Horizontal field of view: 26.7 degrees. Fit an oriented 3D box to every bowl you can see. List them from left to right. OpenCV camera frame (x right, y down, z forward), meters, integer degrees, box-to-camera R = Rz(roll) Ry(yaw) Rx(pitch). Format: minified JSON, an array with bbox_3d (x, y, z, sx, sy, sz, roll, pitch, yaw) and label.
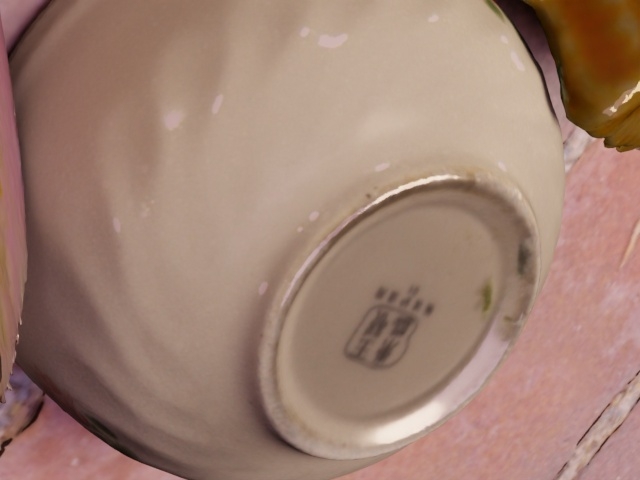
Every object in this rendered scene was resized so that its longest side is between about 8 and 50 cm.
[{"bbox_3d":[0.000,0.000,0.584,0.277,0.145,0.277,-18,127,-27],"label":"bowl"}]

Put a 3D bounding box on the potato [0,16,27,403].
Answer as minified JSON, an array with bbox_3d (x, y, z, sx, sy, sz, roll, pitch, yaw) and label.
[{"bbox_3d":[-0.221,-0.029,0.386,0.266,0.229,0.229,-8,124,-13],"label":"potato"}]

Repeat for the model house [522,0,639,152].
[{"bbox_3d":[0.155,-0.154,0.551,0.239,0.173,0.268,-16,113,-28],"label":"model house"}]
